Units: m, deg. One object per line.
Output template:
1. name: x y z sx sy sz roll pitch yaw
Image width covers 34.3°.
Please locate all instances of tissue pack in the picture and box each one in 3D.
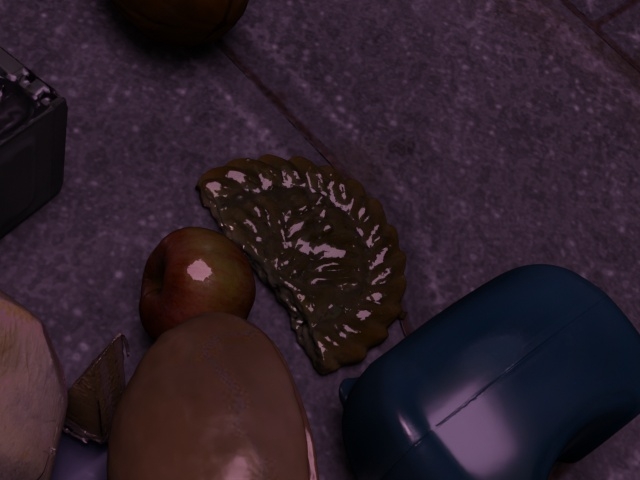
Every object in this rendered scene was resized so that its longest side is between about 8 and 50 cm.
1. tissue pack: 0.161 0.149 0.986 0.287 0.198 0.206 -32 73 -28

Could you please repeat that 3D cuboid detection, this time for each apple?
1. apple: -0.119 0.051 1.012 0.102 0.126 0.126 17 53 -28

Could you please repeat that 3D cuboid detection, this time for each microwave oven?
1. microwave oven: -0.426 -0.127 1.004 0.295 0.181 0.237 38 55 9

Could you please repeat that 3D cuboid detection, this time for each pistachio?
1. pistachio: -0.087 0.195 0.874 0.181 0.162 0.293 -23 56 13

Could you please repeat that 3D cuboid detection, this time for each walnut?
1. walnut: -0.175 -0.320 1.219 0.167 0.167 0.207 -31 69 -30

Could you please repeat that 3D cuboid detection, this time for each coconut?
1. coconut: -0.324 0.128 0.846 0.227 0.227 0.230 10 52 -10

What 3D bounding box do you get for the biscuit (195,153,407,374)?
1. biscuit: 0.000 0.000 1.135 0.187 0.036 0.273 -28 70 -30

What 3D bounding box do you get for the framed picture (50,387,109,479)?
1. framed picture: -0.188 0.263 0.920 0.189 0.023 0.260 15 54 -5

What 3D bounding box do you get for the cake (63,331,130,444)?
1. cake: -0.203 0.126 0.920 0.065 0.121 0.052 27 47 14
